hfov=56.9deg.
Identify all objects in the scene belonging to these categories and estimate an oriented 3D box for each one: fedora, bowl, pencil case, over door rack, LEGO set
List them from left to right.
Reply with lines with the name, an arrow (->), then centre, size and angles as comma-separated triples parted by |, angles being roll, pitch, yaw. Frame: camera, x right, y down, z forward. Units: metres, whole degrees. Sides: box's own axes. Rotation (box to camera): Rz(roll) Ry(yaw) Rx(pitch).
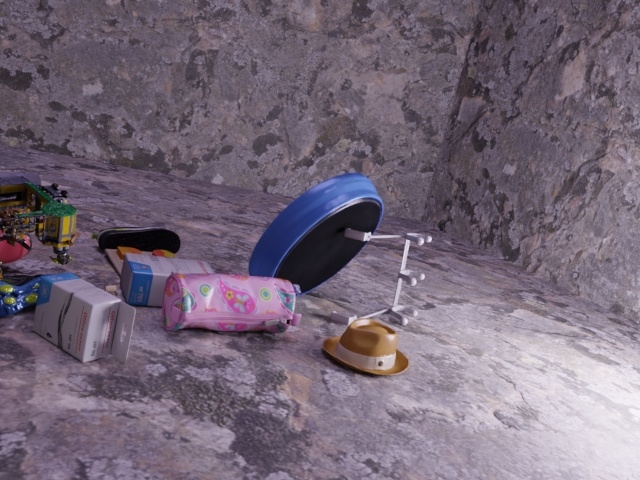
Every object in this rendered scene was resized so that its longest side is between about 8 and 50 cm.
LEGO set -> -0.619, 0.013, 1.067 | 0.255, 0.192, 0.331 | 26, 26, 24
pencil case -> -0.183, 0.133, 1.232 | 0.284, 0.124, 0.124 | 8, 12, -33
bowl -> 0.000, 0.000, 1.494 | 0.077, 0.391, 0.391 | 48, 26, 22
fedora -> 0.103, 0.216, 1.258 | 0.195, 0.079, 0.194 | 12, 11, -3
over door rack -> 0.179, 0.098, 1.540 | 0.108, 0.239, 0.324 | 16, 9, 41

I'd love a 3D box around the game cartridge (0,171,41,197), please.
game cartridge -> -0.940, -0.127, 1.531 | 0.230, 0.068, 0.355 | -8, 3, 21

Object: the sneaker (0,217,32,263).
sneaker -> -0.752, 0.026, 1.185 | 0.314, 0.115, 0.136 | 3, 29, -31

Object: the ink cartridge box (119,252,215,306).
ink cartridge box -> -0.343, 0.092, 1.335 | 0.191, 0.082, 0.140 | 9, 12, -27

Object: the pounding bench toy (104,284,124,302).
pounding bench toy -> -0.411, 0.115, 1.131 | 0.052, 0.083, 0.065 | 6, 14, -34

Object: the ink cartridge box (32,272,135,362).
ink cartridge box -> -0.402, 0.133, 0.998 | 0.180, 0.104, 0.060 | 19, 12, 30

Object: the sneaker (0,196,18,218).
sneaker -> -0.836, -0.052, 1.516 | 0.121, 0.079, 0.217 | 27, 15, 15

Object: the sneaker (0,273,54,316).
sneaker -> -0.578, 0.101, 1.094 | 0.078, 0.067, 0.188 | -5, 4, 26

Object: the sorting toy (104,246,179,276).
sorting toy -> -0.434, 0.057, 1.515 | 0.193, 0.038, 0.208 | 6, 13, -35

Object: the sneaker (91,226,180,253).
sneaker -> -0.507, -0.009, 1.637 | 0.235, 0.084, 0.097 | 6, 12, -35
